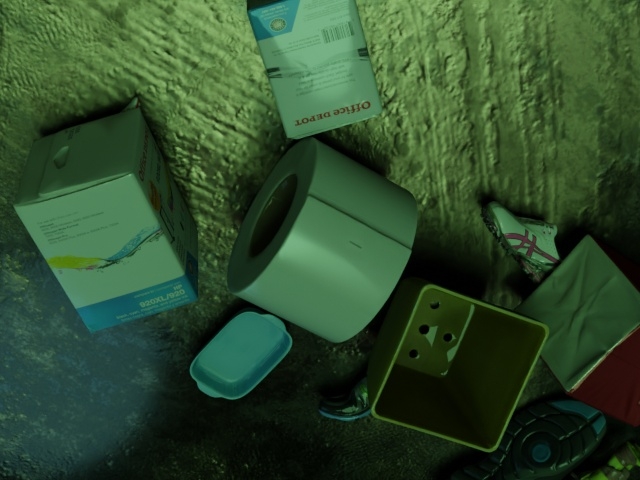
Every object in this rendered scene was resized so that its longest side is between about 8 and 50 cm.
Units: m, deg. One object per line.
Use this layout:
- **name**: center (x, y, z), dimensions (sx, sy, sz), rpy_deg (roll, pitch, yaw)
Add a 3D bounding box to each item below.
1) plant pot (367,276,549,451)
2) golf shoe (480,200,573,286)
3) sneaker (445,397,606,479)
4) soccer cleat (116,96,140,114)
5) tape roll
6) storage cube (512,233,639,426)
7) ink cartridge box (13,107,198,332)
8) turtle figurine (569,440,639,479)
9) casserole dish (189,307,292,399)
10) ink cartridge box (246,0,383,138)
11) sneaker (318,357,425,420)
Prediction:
- **plant pot**: center (0.187, 0.167, 1.486), dimensions (0.212, 0.187, 0.212), rpy_deg (20, 100, -15)
- **golf shoe**: center (0.316, -0.010, 1.486), dimensions (0.086, 0.067, 0.186), rpy_deg (-42, 125, 11)
- **sneaker**: center (0.362, 0.401, 1.714), dimensions (0.340, 0.125, 0.139), rpy_deg (-37, 141, 15)
- **soccer cleat**: center (-0.281, -0.169, 1.359), dimensions (0.035, 0.029, 0.083), rpy_deg (21, 120, -21)
- **tape roll**: center (0.000, 0.000, 1.357), dimensions (0.169, 0.246, 0.246), rpy_deg (28, 114, -20)
- **storage cube**: center (0.448, 0.139, 1.479), dimensions (0.193, 0.215, 0.184), rpy_deg (27, 114, -36)
- **ink cartridge box**: center (-0.287, -0.029, 1.341), dimensions (0.168, 0.171, 0.233), rpy_deg (-16, 128, 6)
- **turtle figurine**: center (0.499, 0.451, 1.755), dimensions (0.217, 0.087, 0.269), rpy_deg (-41, 137, 13)
- **casserole dish**: center (-0.130, 0.180, 1.568), dimensions (0.114, 0.037, 0.188), rpy_deg (35, 110, -22)
- **ink cartridge box**: center (-0.006, -0.252, 1.304), dimensions (0.139, 0.082, 0.191), rpy_deg (-15, 121, 4)
- **sneaker**: center (0.084, 0.246, 1.617), dimensions (0.188, 0.067, 0.078), rpy_deg (-20, 104, 6)
